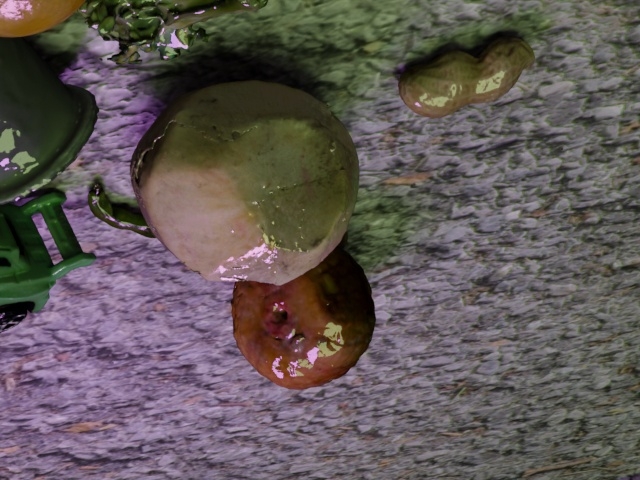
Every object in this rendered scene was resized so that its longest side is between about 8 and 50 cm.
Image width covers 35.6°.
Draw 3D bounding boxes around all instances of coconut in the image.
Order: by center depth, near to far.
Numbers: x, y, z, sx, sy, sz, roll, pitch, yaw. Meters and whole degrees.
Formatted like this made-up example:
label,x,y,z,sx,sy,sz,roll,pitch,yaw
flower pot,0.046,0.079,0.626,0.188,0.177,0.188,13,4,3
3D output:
label,x,y,z,sx,sy,sz,roll,pitch,yaw
coconut,-0.122,-0.095,1.569,0.353,0.352,0.352,-8,140,-7

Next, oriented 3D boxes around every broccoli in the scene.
label,x,y,z,sx,sy,sz,roll,pitch,yaw
broccoli,-0.211,-0.324,1.301,0.199,0.275,0.177,-7,100,-31

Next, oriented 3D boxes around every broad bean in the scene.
label,x,y,z,sx,sy,sz,roll,pitch,yaw
broad bean,-0.336,-0.039,1.757,0.061,0.046,0.195,-34,135,27

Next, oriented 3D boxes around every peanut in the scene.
label,x,y,z,sx,sy,sz,roll,pitch,yaw
peanut,0.239,-0.266,1.625,0.228,0.085,0.104,-15,122,0

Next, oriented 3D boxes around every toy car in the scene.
label,x,y,z,sx,sy,sz,roll,pitch,yaw
toy car,-0.562,0.026,1.586,0.176,0.213,0.359,-38,160,29

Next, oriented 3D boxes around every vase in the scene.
label,x,y,z,sx,sy,sz,roll,pitch,yaw
vase,-0.481,-0.224,1.361,0.245,0.245,0.291,-23,135,11

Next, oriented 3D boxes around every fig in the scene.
label,x,y,z,sx,sy,sz,roll,pitch,yaw
fig,-0.014,0.133,1.950,0.286,0.286,0.369,-26,174,14

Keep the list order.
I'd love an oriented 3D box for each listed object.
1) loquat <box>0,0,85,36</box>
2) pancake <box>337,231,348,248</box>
label,x,y,z,sx,sy,sz,roll,pitch,yaw
loquat,-0.367,-0.367,1.183,0.244,0.244,0.244,-8,140,-7
pancake,0.000,-0.001,1.926,0.115,0.011,0.115,-10,140,-8
